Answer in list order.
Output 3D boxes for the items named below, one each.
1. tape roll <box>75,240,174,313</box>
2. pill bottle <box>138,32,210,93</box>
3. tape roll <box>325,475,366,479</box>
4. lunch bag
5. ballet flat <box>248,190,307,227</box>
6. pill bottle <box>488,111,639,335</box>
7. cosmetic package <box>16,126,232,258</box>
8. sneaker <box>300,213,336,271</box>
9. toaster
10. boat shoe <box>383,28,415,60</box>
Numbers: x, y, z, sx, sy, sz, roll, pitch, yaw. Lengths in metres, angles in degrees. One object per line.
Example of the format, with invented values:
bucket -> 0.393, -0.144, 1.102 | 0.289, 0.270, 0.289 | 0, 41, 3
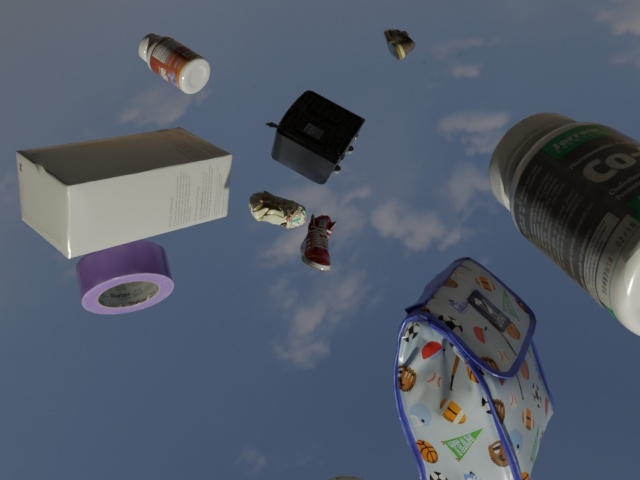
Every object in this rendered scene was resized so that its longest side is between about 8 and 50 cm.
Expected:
tape roll -> -0.410, 0.080, 1.390 | 0.189, 0.189, 0.080 | -22, -114, 4
pill bottle -> -0.452, -0.549, 2.030 | 0.216, 0.121, 0.121 | 35, -112, 22
tape roll -> 0.011, 0.514, 1.036 | 0.169, 0.246, 0.246 | -40, -150, 38
lunch bag -> 0.294, 0.253, 1.280 | 0.239, 0.385, 0.328 | -16, -171, 31
ballet flat -> -0.138, -0.082, 1.814 | 0.077, 0.091, 0.241 | -32, -152, -35
pill bottle -> 0.393, -0.043, 0.921 | 0.204, 0.204, 0.361 | -27, -148, -2
cosmetic package -> -0.379, -0.110, 1.315 | 0.366, 0.155, 0.197 | -19, -141, -42
sneaker -> 0.000, 0.000, 0.980 | 0.118, 0.042, 0.067 | -122, -128, -69
toaster -> -0.015, -0.239, 1.513 | 0.186, 0.110, 0.168 | 29, -126, 3
boat shoe -> 0.174, -0.432, 1.445 | 0.049, 0.056, 0.152 | -22, -147, 6
